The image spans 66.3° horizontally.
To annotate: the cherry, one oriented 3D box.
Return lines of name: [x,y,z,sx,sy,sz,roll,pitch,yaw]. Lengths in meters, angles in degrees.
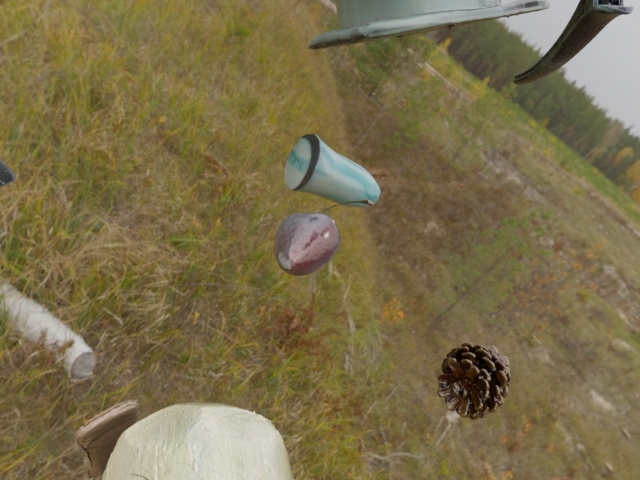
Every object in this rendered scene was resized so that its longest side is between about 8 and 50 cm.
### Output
cherry: [-0.003,0.002,0.911,0.148,0.188,0.115,-30,112,-59]

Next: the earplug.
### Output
earplug: [0.066,-0.197,1.575,0.324,0.185,0.184,19,35,-34]

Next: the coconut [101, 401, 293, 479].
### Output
coconut: [-0.216,0.461,0.891,0.347,0.346,0.360,23,34,-29]

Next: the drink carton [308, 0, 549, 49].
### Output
drink carton: [0.080,-0.279,0.438,0.191,0.189,0.185,-20,27,-25]

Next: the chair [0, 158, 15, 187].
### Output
chair: [-0.370,-0.076,0.553,0.037,0.086,0.042,55,46,-23]

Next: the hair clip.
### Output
hair clip: [0.361,-0.296,0.745,0.048,0.275,0.083,-2,79,-7]

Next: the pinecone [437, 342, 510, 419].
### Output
pinecone: [0.380,0.352,1.221,0.169,0.185,0.212,12,1,20]

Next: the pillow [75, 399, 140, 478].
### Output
pillow: [-0.440,0.424,1.043,0.135,0.211,0.034,-22,48,-35]
